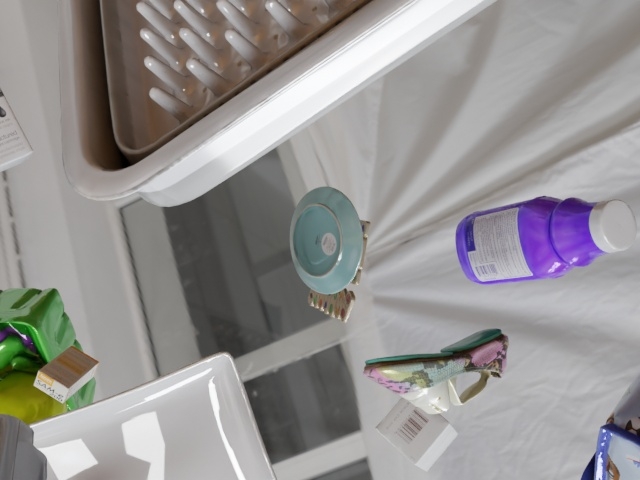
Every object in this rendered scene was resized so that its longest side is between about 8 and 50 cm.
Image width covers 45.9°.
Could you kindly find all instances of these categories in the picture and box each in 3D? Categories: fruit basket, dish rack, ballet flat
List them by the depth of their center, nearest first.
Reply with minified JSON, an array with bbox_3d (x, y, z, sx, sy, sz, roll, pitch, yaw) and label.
[{"bbox_3d":[0.000,-0.178,0.405,0.072,0.333,0.285,38,-152,-48],"label":"dish rack"},{"bbox_3d":[0.147,0.158,0.890,0.221,0.077,0.079,-6,-96,-38],"label":"ballet flat"},{"bbox_3d":[-0.624,0.318,1.540,0.392,0.283,0.392,-1,-90,-78],"label":"fruit basket"}]

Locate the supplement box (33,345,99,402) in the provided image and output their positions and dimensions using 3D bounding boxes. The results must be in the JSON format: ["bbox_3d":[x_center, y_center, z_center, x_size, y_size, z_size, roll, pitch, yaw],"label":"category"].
[{"bbox_3d":[-0.440,0.232,1.315,0.062,0.036,0.098,30,-156,6],"label":"supplement box"}]

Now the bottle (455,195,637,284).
[{"bbox_3d":[0.310,-0.003,1.071,0.283,0.092,0.118,-16,86,61],"label":"bottle"}]

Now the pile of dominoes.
[{"bbox_3d":[0.016,0.046,1.456,0.251,0.040,0.196,-163,83,-71],"label":"pile of dominoes"}]

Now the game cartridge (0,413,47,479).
[{"bbox_3d":[-0.249,0.245,0.378,0.062,0.297,0.198,39,175,-17],"label":"game cartridge"}]

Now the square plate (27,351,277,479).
[{"bbox_3d":[-0.234,0.363,1.074,0.049,0.344,0.347,-134,25,-75],"label":"square plate"}]

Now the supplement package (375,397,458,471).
[{"bbox_3d":[0.193,0.375,1.488,0.105,0.105,0.179,38,173,25],"label":"supplement package"}]

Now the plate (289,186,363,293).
[{"bbox_3d":[0.000,0.000,1.308,0.024,0.188,0.188,-1,-116,-42],"label":"plate"}]

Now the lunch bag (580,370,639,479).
[{"bbox_3d":[0.571,0.317,1.156,0.239,0.328,0.385,28,149,37],"label":"lunch bag"}]

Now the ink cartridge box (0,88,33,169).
[{"bbox_3d":[-0.478,-0.165,0.960,0.082,0.139,0.191,-7,111,60],"label":"ink cartridge box"}]
